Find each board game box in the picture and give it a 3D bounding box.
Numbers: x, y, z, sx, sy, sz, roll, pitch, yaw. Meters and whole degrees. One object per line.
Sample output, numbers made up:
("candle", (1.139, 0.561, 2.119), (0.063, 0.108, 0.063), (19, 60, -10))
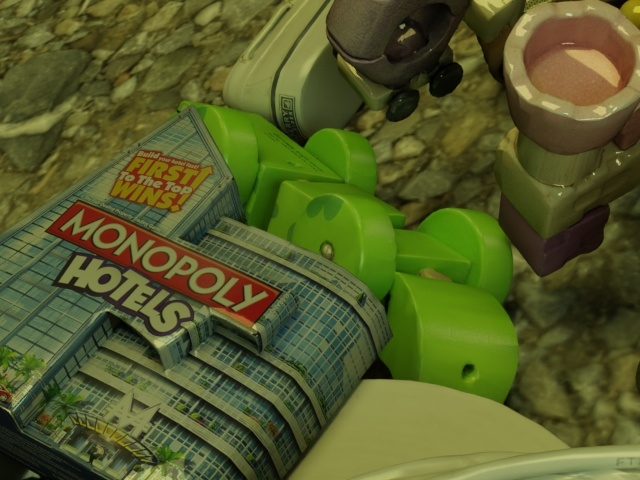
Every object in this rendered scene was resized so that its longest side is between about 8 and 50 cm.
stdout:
("board game box", (-0.075, 0.027, 0.617), (0.194, 0.060, 0.194), (21, 55, 29))

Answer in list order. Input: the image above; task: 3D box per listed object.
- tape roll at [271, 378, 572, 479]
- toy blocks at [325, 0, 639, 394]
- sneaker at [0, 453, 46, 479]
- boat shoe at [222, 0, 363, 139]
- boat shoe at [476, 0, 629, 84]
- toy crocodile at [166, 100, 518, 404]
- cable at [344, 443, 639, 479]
("tape roll", (0.004, 0.193, 0.538), (0.286, 0.100, 0.286), (-13, 40, 11))
("toy blocks", (0.191, -0.130, 0.627), (0.289, 0.260, 0.309), (-32, 63, -14))
("sneaker", (-0.155, 0.133, 0.683), (0.331, 0.122, 0.146), (-13, 59, 5))
("boat shoe", (0.025, -0.179, 0.964), (0.088, 0.096, 0.267), (17, 61, 31))
("boat shoe", (0.229, -0.150, 0.851), (0.257, 0.095, 0.095), (-11, 54, 21))
("toy crocodile", (0.000, 0.000, 0.766), (0.115, 0.105, 0.340), (6, 22, -38))
("cable", (0.039, 0.171, 0.388), (0.257, 0.089, 0.257), (-3, 36, 26))
